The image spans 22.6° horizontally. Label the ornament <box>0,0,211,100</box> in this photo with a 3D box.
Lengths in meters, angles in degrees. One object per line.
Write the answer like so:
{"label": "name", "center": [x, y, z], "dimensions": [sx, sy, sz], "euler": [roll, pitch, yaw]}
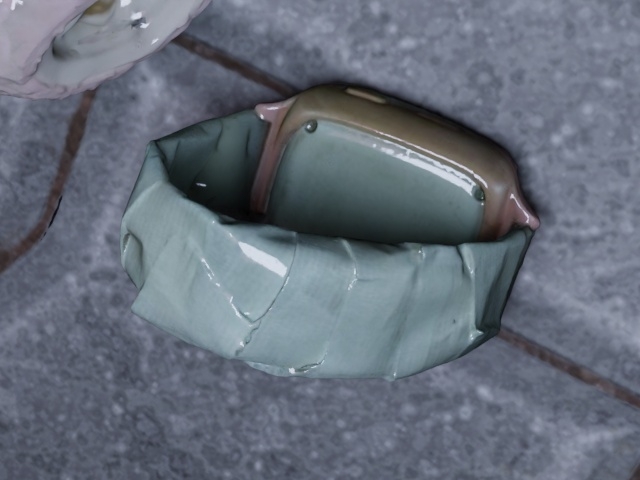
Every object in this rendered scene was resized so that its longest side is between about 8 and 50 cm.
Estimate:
{"label": "ornament", "center": [-0.182, -0.225, 1.029], "dimensions": [0.259, 0.259, 0.225], "euler": [-39, 77, 27]}

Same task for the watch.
{"label": "watch", "center": [0.000, 0.000, 1.054], "dimensions": [0.253, 0.241, 0.162], "euler": [21, 113, 11]}
